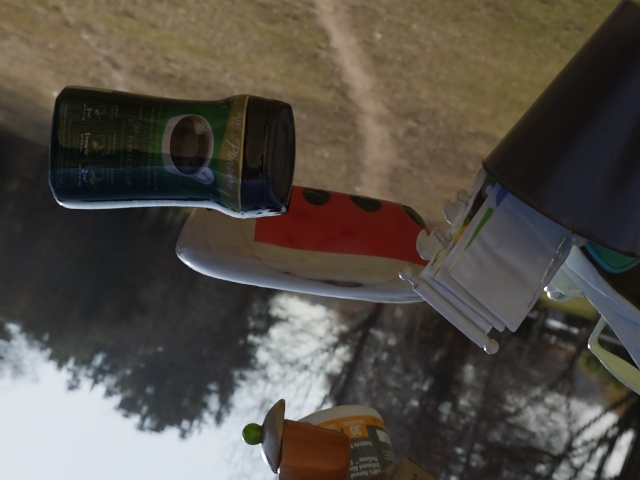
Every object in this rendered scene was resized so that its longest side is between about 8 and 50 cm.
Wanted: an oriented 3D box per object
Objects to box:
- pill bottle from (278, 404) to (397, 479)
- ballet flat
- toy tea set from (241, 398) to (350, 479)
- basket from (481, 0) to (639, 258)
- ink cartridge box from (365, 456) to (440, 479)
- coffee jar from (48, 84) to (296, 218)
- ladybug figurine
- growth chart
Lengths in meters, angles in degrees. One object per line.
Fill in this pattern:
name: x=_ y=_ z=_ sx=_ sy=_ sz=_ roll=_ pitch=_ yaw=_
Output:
pill bottle: x=0.046 y=0.373 z=1.500 sx=0.162 sy=0.162 sz=0.278 roll=25 pitch=-142 yaw=-51
ballet flat: x=0.346 y=0.066 z=1.348 sx=0.400 sy=0.139 sz=0.139 roll=54 pitch=-174 yaw=16
toy tea set: x=-0.050 y=0.284 z=1.046 sx=0.124 sy=0.336 sz=0.200 roll=6 pitch=-159 yaw=-1
basket: x=0.315 y=-0.128 z=1.195 sx=0.204 sy=0.226 sz=0.154 roll=30 pitch=-160 yaw=5
ink cartridge box: x=0.080 y=0.315 z=0.842 sx=0.193 sy=0.234 sz=0.088 roll=38 pitch=138 yaw=-8
coffee jar: x=-0.111 y=-0.068 z=0.873 sx=0.185 sy=0.096 sz=0.079 roll=4 pitch=175 yaw=4
ladybug figurine: x=0.000 y=0.000 z=1.792 sx=0.450 sy=0.161 sz=0.305 roll=9 pitch=-179 yaw=-16
growth chart: x=0.201 y=0.003 z=1.237 sx=0.172 sy=0.237 sz=0.021 roll=49 pitch=159 yaw=-16
